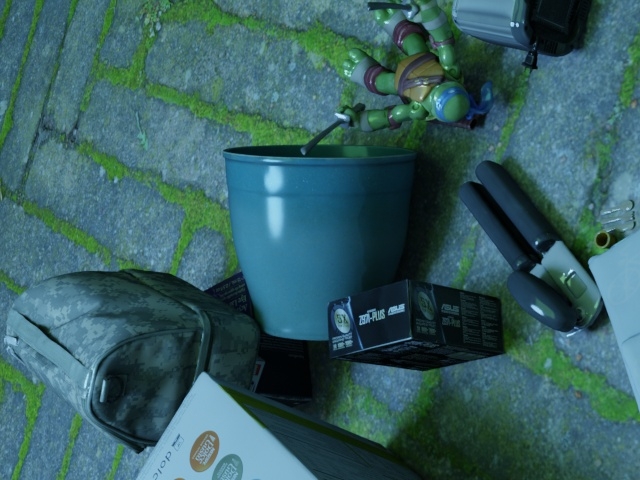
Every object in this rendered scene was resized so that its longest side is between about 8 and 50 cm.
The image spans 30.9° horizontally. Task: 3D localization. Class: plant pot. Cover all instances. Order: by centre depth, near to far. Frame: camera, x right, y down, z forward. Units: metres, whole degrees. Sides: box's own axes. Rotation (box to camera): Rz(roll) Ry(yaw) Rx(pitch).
[{"bbox_3d":[0.000,0.000,1.625,0.271,0.271,0.255,9,102,49],"label":"plant pot"}]

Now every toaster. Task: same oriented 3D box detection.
[{"bbox_3d":[0.264,-0.331,1.495,0.146,0.129,0.227,22,99,53],"label":"toaster"}]

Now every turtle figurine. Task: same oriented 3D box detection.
[{"bbox_3d":[0.085,-0.251,1.587,0.266,0.274,0.198,-119,28,-63],"label":"turtle figurine"}]

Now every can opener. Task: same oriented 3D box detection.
[{"bbox_3d":[0.249,0.004,1.447,0.076,0.095,0.283,-53,47,25],"label":"can opener"}]

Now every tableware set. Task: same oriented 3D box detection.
[{"bbox_3d":[0.385,-0.006,1.351,0.154,0.024,0.104,-15,70,45],"label":"tableware set"}]

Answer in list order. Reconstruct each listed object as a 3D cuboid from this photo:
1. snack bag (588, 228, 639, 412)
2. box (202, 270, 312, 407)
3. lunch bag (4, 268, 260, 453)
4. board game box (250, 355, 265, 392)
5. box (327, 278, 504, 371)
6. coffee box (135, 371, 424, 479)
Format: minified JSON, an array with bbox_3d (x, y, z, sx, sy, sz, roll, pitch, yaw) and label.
[{"bbox_3d":[0.427,0.030,1.158,0.323,0.037,0.343,-40,28,25],"label":"snack bag"},{"bbox_3d":[-0.108,0.166,1.802,0.153,0.108,0.207,-28,60,42],"label":"box"},{"bbox_3d":[-0.275,0.159,1.627,0.305,0.256,0.213,25,100,50],"label":"lunch bag"},{"bbox_3d":[-0.212,0.208,1.785,0.305,0.053,0.193,30,105,49],"label":"board game box"},{"bbox_3d":[0.123,0.113,1.498,0.147,0.180,0.078,-19,66,45],"label":"box"},{"bbox_3d":[-0.031,0.415,1.391,0.334,0.338,0.338,33,93,51],"label":"coffee box"}]
